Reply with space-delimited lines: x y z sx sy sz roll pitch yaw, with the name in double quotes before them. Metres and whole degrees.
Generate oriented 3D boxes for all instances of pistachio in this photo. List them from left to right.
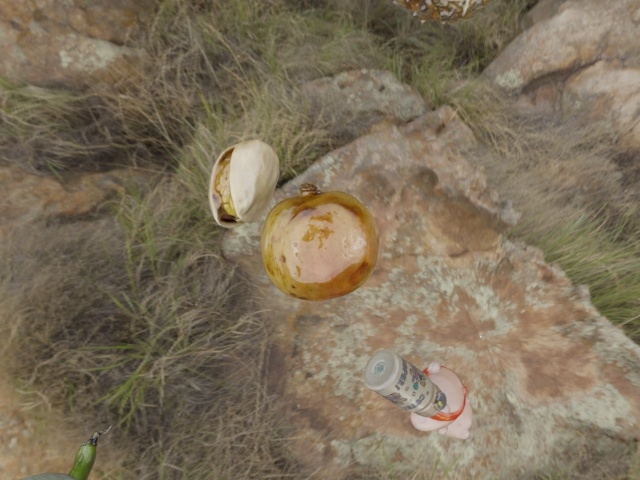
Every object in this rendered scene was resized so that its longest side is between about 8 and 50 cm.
"pistachio" -0.171 -0.127 1.480 0.157 0.157 0.229 5 52 14

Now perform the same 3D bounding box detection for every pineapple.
"pineapple" 0.141 -0.367 0.821 0.166 0.166 0.193 -26 49 9

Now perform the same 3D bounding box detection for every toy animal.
"toy animal" 0.305 0.414 1.681 0.171 0.197 0.171 -17 47 19

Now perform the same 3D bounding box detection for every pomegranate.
"pomegranate" 0.000 0.000 1.180 0.215 0.215 0.215 -2 81 13

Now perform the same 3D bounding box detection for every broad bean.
"broad bean" -0.561 0.558 1.482 0.067 0.325 0.075 22 124 -11

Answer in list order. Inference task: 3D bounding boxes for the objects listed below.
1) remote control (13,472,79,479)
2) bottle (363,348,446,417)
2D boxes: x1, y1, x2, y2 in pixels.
"remote control" -0.284 0.206 0.447 0.098 0.234 0.038 -13 80 47
"bottle" 0.202 0.330 1.477 0.110 0.209 0.097 -3 57 50
